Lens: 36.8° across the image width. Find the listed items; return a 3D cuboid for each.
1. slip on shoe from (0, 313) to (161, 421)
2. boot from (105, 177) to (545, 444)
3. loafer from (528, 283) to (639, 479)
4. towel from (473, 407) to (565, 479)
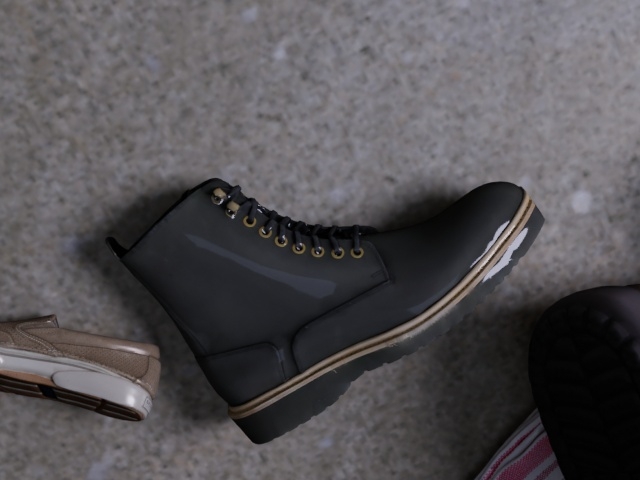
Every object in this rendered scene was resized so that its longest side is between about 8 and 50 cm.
[{"bbox_3d":[-0.153,0.059,0.517,0.135,0.051,0.041,14,65,0],"label":"slip on shoe"},{"bbox_3d":[0.000,0.000,0.496,0.198,0.077,0.137,-38,100,5],"label":"boot"},{"bbox_3d":[0.233,0.183,0.497,0.130,0.134,0.365,-21,96,-27],"label":"loafer"},{"bbox_3d":[0.172,0.194,0.585,0.197,0.029,0.144,34,102,-13],"label":"towel"}]
